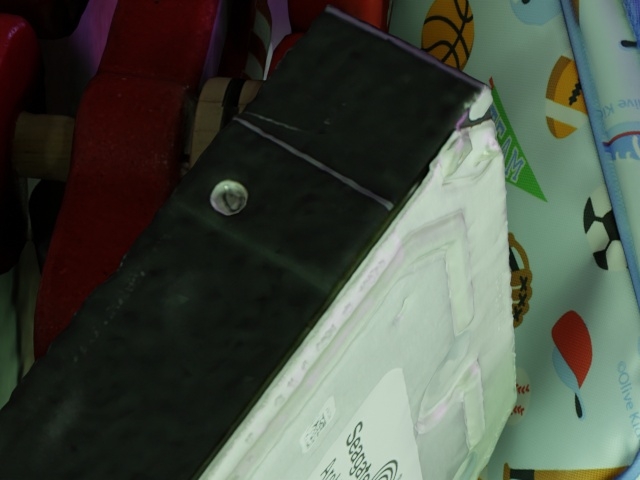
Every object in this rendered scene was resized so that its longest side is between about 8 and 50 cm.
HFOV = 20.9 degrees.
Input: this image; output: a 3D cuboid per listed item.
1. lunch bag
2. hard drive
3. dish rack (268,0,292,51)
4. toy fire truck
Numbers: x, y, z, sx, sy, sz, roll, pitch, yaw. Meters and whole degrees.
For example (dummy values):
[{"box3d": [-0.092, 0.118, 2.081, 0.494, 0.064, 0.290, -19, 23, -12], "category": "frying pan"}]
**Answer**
[{"box3d": [0.099, 0.000, 0.725, 0.243, 0.115, 0.303, -48, -134, 51], "category": "lunch bag"}, {"box3d": [-0.056, 0.127, 0.506, 0.339, 0.064, 0.237, -53, 158, -20], "category": "hard drive"}, {"box3d": [0.039, -0.267, 1.263, 0.285, 0.072, 0.333, -61, 169, -45], "category": "dish rack"}, {"box3d": [-0.057, -0.029, 0.730, 0.254, 0.169, 0.302, 88, 8, -52], "category": "toy fire truck"}]
